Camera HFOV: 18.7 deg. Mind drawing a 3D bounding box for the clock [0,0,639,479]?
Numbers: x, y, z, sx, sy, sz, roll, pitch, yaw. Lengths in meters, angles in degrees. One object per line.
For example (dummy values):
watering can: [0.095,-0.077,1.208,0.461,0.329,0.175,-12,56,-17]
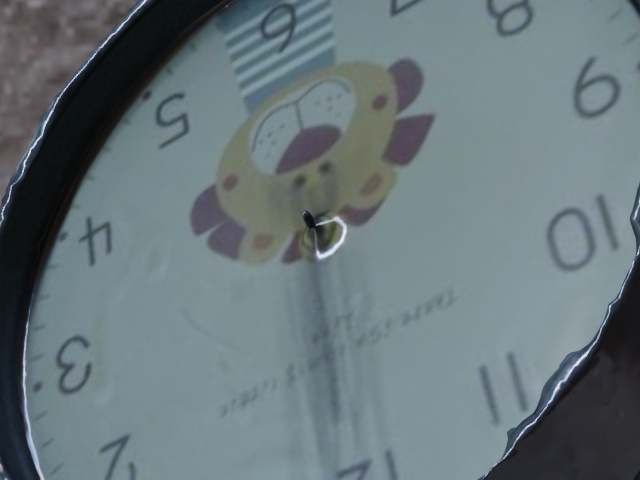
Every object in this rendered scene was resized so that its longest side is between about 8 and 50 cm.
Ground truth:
clock: [0.001,0.000,0.714,0.312,0.313,0.061,-5,-31,35]
